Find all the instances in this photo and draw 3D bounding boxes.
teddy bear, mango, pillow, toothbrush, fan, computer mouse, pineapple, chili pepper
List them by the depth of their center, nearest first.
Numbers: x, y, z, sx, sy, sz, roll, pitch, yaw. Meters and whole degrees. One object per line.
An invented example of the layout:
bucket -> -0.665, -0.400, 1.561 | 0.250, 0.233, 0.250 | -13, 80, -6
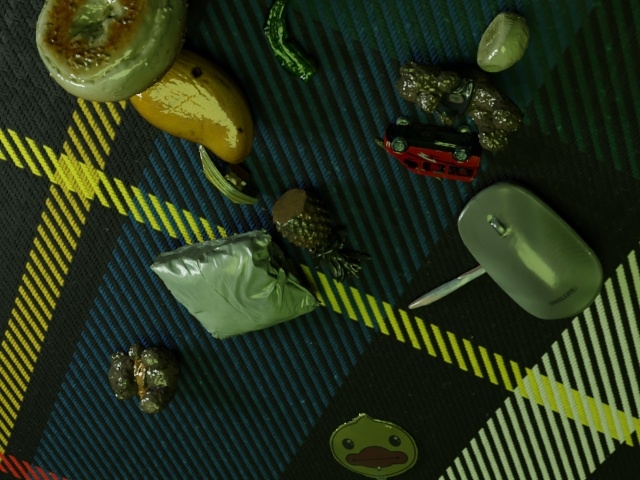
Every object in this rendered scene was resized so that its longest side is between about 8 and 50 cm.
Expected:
teddy bear -> 0.265, -0.269, 1.703 | 0.251, 0.129, 0.182 | 27, 155, 10
chili pepper -> -0.063, -0.385, 1.733 | 0.073, 0.050, 0.182 | -8, 120, 25
mango -> -0.251, -0.277, 1.804 | 0.294, 0.120, 0.177 | 32, 116, -14
computer mouse -> 0.431, 0.027, 1.865 | 0.331, 0.095, 0.197 | 44, 115, -6
pineapple -> 0.000, 0.000, 1.963 | 0.125, 0.125, 0.251 | -26, 126, 26
toothbrush -> 0.345, 0.068, 1.978 | 0.375, 0.028, 0.037 | -32, 108, 28
pillow -> -0.181, 0.104, 2.044 | 0.309, 0.138, 0.283 | -15, 129, 23
teddy bear -> -0.444, 0.338, 2.270 | 0.190, 0.140, 0.177 | -2, 97, 22
fan -> 0.149, 0.574, 2.378 | 0.229, 0.011, 0.335 | -7, 122, 16

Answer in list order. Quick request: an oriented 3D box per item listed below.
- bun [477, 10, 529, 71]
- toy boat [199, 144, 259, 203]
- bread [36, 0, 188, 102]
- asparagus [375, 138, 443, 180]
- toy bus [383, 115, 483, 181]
bun -> 0.334, -0.353, 1.643 | 0.069, 0.115, 0.115 | 21, 126, -14
toy boat -> -0.198, -0.139, 1.923 | 0.172, 0.065, 0.066 | 42, 99, -18
bread -> -0.369, -0.393, 1.668 | 0.305, 0.306, 0.158 | -13, 163, 19
asparagus -> 0.182, -0.164, 1.858 | 0.166, 0.013, 0.016 | 29, 166, -8
toy bus -> 0.221, -0.179, 1.803 | 0.195, 0.081, 0.089 | 9, 135, 4
